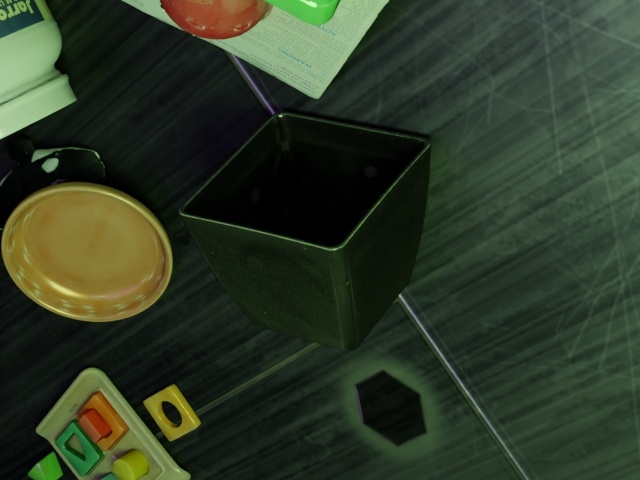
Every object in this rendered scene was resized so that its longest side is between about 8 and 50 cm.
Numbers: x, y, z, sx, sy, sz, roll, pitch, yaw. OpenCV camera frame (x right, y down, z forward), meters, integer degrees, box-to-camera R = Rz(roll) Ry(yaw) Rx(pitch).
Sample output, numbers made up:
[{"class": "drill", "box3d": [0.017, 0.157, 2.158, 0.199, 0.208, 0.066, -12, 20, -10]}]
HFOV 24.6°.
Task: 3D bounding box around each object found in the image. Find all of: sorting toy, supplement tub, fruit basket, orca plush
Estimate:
[{"class": "sorting toy", "box3d": [-0.280, 0.282, 1.910, 0.196, 0.047, 0.347, 47, 131, 5]}, {"class": "supplement tub", "box3d": [-0.429, -0.255, 1.600, 0.235, 0.235, 0.325, -18, 103, 40]}, {"class": "fruit basket", "box3d": [-0.089, -0.283, 1.337, 0.327, 0.165, 0.353, 26, 160, -7]}, {"class": "orca plush", "box3d": [-0.383, -0.038, 1.774, 0.287, 0.102, 0.151, -3, 112, 37]}]

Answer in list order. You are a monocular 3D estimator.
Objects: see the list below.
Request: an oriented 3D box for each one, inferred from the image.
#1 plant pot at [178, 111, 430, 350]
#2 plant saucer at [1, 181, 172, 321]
[{"class": "plant pot", "box3d": [0.000, 0.000, 1.478, 0.188, 0.187, 0.167, 12, 134, 30]}, {"class": "plant saucer", "box3d": [-0.270, 0.009, 1.713, 0.200, 0.037, 0.200, 2, 127, 2]}]
